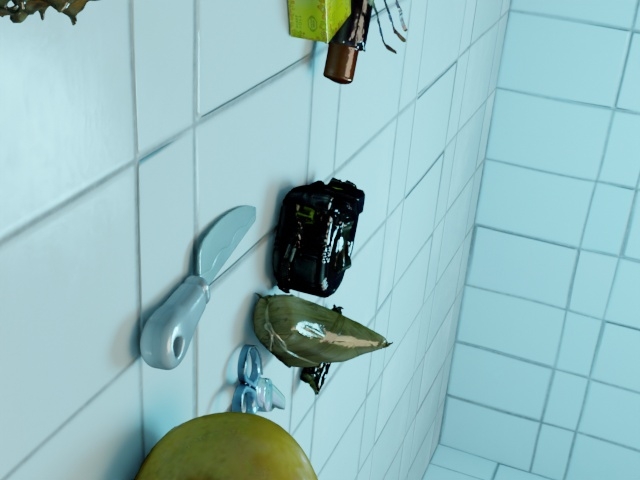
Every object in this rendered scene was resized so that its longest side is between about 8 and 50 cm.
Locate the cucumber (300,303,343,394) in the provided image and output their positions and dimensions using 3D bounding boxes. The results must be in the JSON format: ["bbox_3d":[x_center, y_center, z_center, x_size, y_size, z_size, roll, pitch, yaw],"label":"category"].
[{"bbox_3d":[0.007,0.205,1.723,0.053,0.053,0.181,72,35,-58],"label":"cucumber"}]

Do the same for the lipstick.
[{"bbox_3d":[0.053,-0.386,1.362,0.081,0.081,0.299,-5,108,-71],"label":"lipstick"}]

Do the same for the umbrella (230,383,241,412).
[{"bbox_3d":[-0.134,0.269,1.409,0.022,0.013,0.122,-104,-155,-86],"label":"umbrella"}]

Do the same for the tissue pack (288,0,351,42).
[{"bbox_3d":[-0.002,-0.374,1.242,0.095,0.062,0.176,-58,156,-43],"label":"tissue pack"}]

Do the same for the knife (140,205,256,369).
[{"bbox_3d":[-0.147,0.035,1.166,0.331,0.044,0.080,-65,152,-48],"label":"knife"}]

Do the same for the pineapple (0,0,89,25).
[{"bbox_3d":[-0.185,-0.225,0.597,0.166,0.193,0.166,-45,144,-45],"label":"pineapple"}]

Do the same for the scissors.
[{"bbox_3d":[-0.096,0.248,1.459,0.256,0.030,0.125,59,35,-70],"label":"scissors"}]

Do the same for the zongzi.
[{"bbox_3d":[0.003,0.142,1.428,0.194,0.197,0.099,52,39,-64],"label":"zongzi"}]

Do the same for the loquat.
[{"bbox_3d":[-0.116,0.347,1.130,0.263,0.263,0.263,14,90,-72],"label":"loquat"}]

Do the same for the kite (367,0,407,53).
[{"bbox_3d":[0.084,-0.372,1.325,0.127,0.016,0.229,-60,143,-29],"label":"kite"}]

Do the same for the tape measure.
[{"bbox_3d":[0.000,0.000,1.454,0.199,0.112,0.186,-23,127,-66],"label":"tape measure"}]
